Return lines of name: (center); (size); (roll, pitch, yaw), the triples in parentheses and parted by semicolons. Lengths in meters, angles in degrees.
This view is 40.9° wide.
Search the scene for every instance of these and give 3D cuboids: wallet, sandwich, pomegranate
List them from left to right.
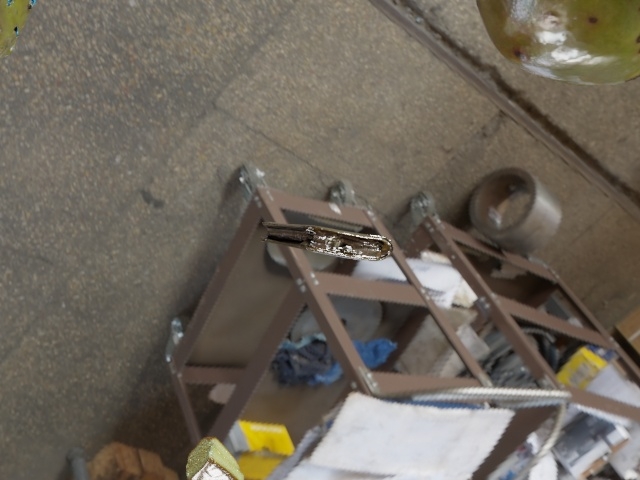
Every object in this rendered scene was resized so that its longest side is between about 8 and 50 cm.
sandwich: (-0.103, 0.208, 0.793); (0.044, 0.031, 0.083); (-13, 142, 8)
wallet: (0.000, 0.000, 1.042); (0.110, 0.198, 0.031); (9, 90, -20)
pomegranate: (0.337, -0.320, 0.942); (0.291, 0.323, 0.291); (4, 85, -44)

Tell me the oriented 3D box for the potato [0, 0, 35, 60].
potato: (-0.197, -0.182, 0.548); (0.054, 0.198, 0.119); (28, 155, -21)
